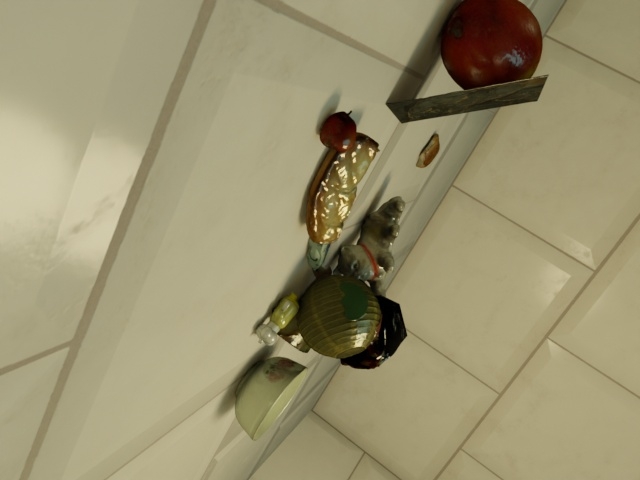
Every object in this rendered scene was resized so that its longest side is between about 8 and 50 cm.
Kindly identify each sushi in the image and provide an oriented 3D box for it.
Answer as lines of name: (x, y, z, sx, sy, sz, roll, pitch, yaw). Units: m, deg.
sushi: (0.135, 0.313, 1.776, 0.212, 0.227, 0.216, -49, 136, -32)

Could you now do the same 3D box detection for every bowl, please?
bowl: (-0.173, 0.476, 1.714, 0.277, 0.145, 0.277, -51, 163, -22)

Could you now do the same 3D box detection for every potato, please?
potato: (-0.019, 0.225, 1.746, 0.255, 0.112, 0.269, -56, 168, -5)

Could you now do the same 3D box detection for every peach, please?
peach: (0.418, -0.490, 1.350, 0.280, 0.238, 0.281, 8, 80, -48)

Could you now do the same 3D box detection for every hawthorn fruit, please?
hawthorn fruit: (0.035, -0.208, 1.045, 0.077, 0.077, 0.077, -51, 165, -19)

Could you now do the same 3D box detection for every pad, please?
pad: (0.365, -0.347, 1.366, 0.247, 0.367, 0.007, -4, 88, -73)

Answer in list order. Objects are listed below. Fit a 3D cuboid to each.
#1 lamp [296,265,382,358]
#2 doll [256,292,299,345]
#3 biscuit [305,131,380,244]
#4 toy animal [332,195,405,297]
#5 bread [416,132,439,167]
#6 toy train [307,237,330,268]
lamp: (0.043, 0.198, 1.575, 0.250, 0.285, 0.250, -18, 155, -9)
doll: (-0.117, 0.219, 1.497, 0.163, 0.062, 0.106, -52, 166, -20)
biscuit: (0.034, -0.110, 1.232, 0.154, 0.045, 0.299, -9, 132, -44)
toy animal: (0.163, -0.002, 1.809, 0.266, 0.187, 0.308, -75, 178, -54)
bread: (0.416, -0.335, 2.064, 0.129, 0.044, 0.126, -50, 163, -12)
toy train: (0.000, 0.000, 1.422, 0.051, 0.052, 0.234, -37, 157, -44)
